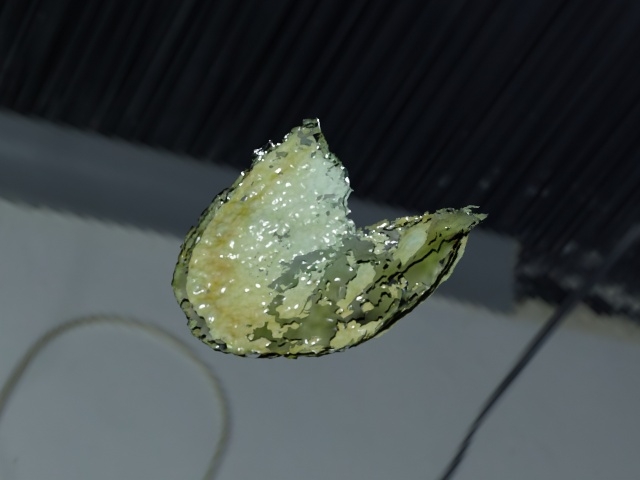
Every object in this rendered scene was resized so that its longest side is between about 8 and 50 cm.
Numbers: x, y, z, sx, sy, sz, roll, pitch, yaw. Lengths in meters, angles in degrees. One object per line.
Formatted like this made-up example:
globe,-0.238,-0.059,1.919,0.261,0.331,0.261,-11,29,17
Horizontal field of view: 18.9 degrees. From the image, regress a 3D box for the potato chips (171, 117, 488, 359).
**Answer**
potato chips,0.002,0.003,1.332,0.220,0.029,0.202,11,57,36
